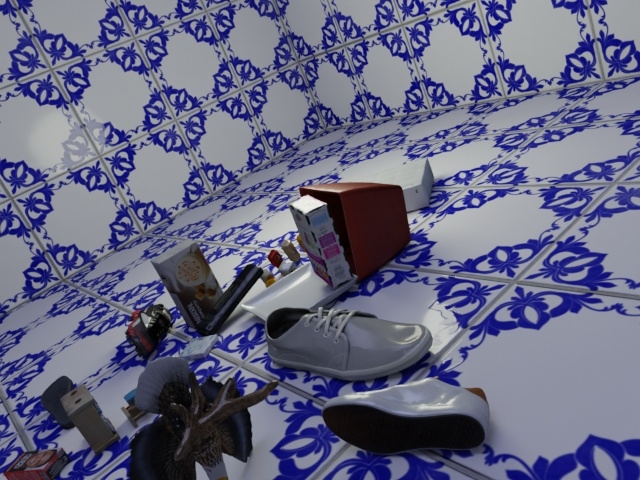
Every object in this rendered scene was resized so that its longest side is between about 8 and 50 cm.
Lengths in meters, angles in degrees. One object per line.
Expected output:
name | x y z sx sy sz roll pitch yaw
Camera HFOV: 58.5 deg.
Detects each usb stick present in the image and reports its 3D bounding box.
usb stick | -0.275 0.181 1.756 0.077 0.045 0.278 8 51 43

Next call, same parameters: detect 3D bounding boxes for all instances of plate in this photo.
plate | -0.062 0.162 1.653 0.277 0.045 0.278 -31 21 -23

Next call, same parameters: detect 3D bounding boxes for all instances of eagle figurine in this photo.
eagle figurine | -0.210 0.345 0.988 0.227 0.298 0.225 9 60 -11

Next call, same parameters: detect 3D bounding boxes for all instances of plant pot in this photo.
plant pot | 0.119 -0.058 1.737 0.236 0.267 0.267 -20 17 -24

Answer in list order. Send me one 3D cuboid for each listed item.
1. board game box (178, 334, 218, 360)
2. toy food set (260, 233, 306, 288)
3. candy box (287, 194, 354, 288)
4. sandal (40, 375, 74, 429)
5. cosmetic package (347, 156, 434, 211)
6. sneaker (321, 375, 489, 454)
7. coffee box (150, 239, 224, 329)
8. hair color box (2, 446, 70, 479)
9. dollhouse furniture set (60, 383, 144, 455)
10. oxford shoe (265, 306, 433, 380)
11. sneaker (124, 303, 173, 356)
board game box | -0.349 0.309 1.639 0.090 0.020 0.090 -15 21 25
toy food set | -0.110 0.090 1.869 0.111 0.104 0.232 6 54 34
candy box | 0.000 0.000 1.594 0.071 0.233 0.159 -26 22 -13
sandal | -0.730 0.469 1.627 0.097 0.054 0.255 -39 33 -19
cosmetic package | 0.220 -0.168 2.114 0.378 0.097 0.284 -16 19 22
sneaker | 0.150 0.299 1.001 0.290 0.105 0.123 -4 20 24
coffee box | -0.410 0.138 1.810 0.141 0.246 0.098 -33 20 -27
hair color box | -0.682 0.543 1.375 0.141 0.043 0.072 -14 21 23
dollhouse furniture set | -0.519 0.404 1.422 0.184 0.129 0.129 -35 22 -25
oxford shoe | 0.036 0.215 1.289 0.450 0.130 0.169 -5 25 40
sneaker | -0.541 0.275 1.826 0.135 0.097 0.276 -28 18 -5
